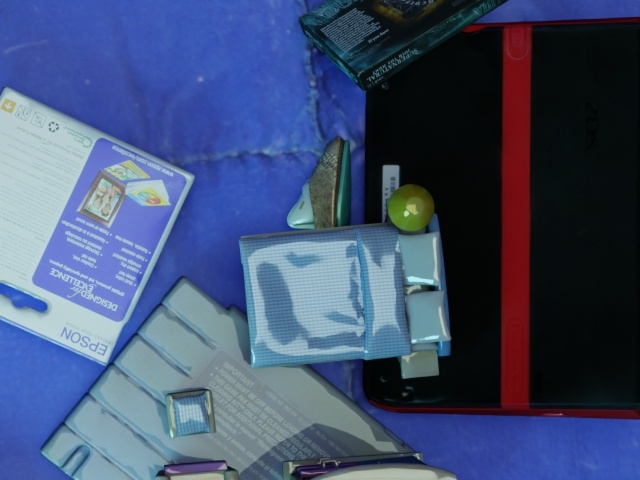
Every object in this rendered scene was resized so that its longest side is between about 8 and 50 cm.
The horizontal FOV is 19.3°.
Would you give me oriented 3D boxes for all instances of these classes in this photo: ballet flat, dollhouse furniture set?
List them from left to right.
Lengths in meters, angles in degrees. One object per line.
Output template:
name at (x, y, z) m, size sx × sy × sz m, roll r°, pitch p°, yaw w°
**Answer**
dollhouse furniture set at (-0.014, 0.104, 1.710) m, size 0.286 × 0.198 × 0.303 m, roll -3°, pitch 88°, yaw -6°
ballet flat at (0.000, 0.000, 1.851) m, size 0.067 × 0.073 × 0.206 m, roll -3°, pitch 83°, yaw 10°

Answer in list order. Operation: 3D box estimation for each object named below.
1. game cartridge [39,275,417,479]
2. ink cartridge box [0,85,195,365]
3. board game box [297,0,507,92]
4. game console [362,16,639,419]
game cartridge at (-0.064, 0.226, 1.832) m, size 0.355 × 0.068 × 0.230 m, roll 40°, pitch 78°, yaw -5°
ink cartridge box at (-0.257, -0.013, 1.819) m, size 0.206 × 0.045 × 0.208 m, roll 26°, pitch 82°, yaw -7°
board game box at (0.086, -0.231, 1.855) m, size 0.186 × 0.126 × 0.026 m, roll -32°, pitch 134°, yaw -9°
game console at (0.206, -0.022, 1.821) m, size 0.342 × 0.060 × 0.386 m, roll 0°, pitch 87°, yaw 23°
